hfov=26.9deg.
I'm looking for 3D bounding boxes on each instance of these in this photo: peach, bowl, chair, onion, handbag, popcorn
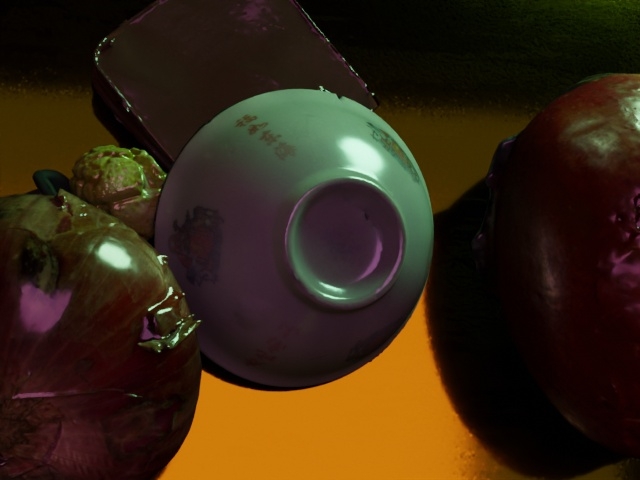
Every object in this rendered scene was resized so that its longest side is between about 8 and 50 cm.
[{"bbox_3d":[0.367,0.016,1.487,0.339,0.353,0.416,-17,71,-18],"label":"peach"},{"bbox_3d":[0.000,0.000,1.467,0.346,0.157,0.345,-1,92,-20],"label":"bowl"},{"bbox_3d":[-0.359,-0.001,1.488,0.222,0.095,0.104,-30,94,-16],"label":"chair"},{"bbox_3d":[-0.279,0.115,1.347,0.354,0.353,0.353,2,75,-9],"label":"onion"},{"bbox_3d":[-0.102,-0.181,1.591,0.260,0.084,0.275,-39,86,-19],"label":"handbag"},{"bbox_3d":[-0.222,-0.055,1.514,0.106,0.116,0.120,-42,81,7],"label":"popcorn"}]
